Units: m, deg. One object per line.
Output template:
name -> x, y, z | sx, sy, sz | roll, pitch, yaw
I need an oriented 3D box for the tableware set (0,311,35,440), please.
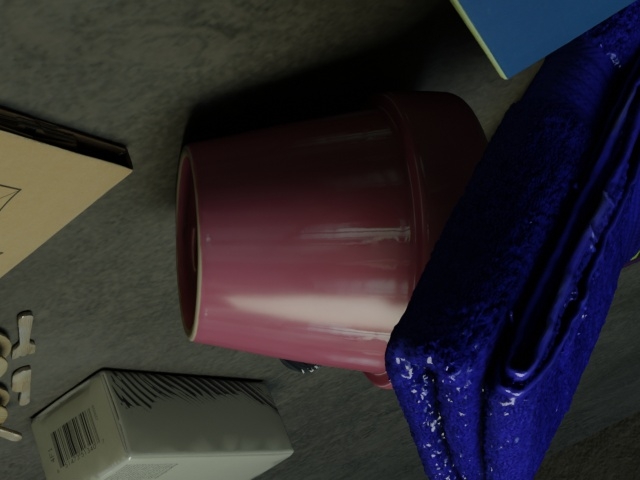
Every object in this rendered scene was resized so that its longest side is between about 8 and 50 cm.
tableware set -> -0.293, 0.130, 0.842 | 0.128, 0.039, 0.194 | -14, 155, -23

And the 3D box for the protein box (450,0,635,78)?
protein box -> 0.084, -0.200, 0.328 | 0.200, 0.136, 0.201 | -31, 141, 15

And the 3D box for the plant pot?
plant pot -> 0.000, 0.000, 0.684 | 0.180, 0.201, 0.201 | -1, 151, -15

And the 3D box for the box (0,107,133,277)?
box -> -0.236, -0.011, 0.623 | 0.201, 0.021, 0.164 | -36, 155, 23

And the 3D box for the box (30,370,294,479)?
box -> -0.155, 0.205, 1.067 | 0.113, 0.094, 0.275 | -34, 156, 21

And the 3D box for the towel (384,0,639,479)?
towel -> 0.149, -0.004, 0.582 | 0.308, 0.076, 0.228 | -58, 150, -22

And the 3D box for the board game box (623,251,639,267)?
board game box -> 0.273, -0.030, 1.048 | 0.208, 0.056, 0.347 | -25, 157, -10

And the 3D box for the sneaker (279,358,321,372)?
sneaker -> 0.036, 0.034, 0.947 | 0.209, 0.069, 0.082 | -47, -178, 25
